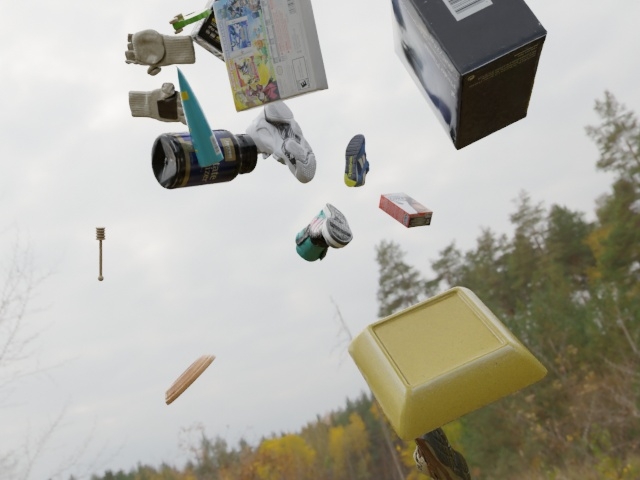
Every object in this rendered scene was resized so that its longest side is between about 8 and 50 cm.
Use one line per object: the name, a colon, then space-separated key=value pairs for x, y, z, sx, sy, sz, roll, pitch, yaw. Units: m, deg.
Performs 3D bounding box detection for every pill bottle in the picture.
pill bottle: x=-0.252 y=-0.183 z=1.608 sx=0.219 sy=0.123 sz=0.123 roll=-13 pitch=-19 yaw=-41

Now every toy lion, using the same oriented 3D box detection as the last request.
toy lion: x=-0.297 y=-0.513 z=1.682 sx=0.096 sy=0.034 sz=0.100 roll=-20 pitch=26 yaw=9

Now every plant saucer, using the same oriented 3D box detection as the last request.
plant saucer: x=-0.394 y=0.406 z=2.173 sx=0.200 sy=0.037 sz=0.200 roll=-44 pitch=3 yaw=2
plant saucer: x=0.251 y=0.228 z=1.552 sx=0.332 sy=0.333 sz=0.081 roll=-22 pitch=-58 yaw=-8

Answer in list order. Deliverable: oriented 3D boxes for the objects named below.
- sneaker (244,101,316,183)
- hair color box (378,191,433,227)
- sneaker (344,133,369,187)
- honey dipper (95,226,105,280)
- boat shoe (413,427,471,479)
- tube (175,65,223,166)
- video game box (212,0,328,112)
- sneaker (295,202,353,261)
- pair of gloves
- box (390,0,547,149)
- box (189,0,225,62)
sneaker: x=-0.159 y=-0.331 z=2.704 sx=0.210 sy=0.366 sz=0.137 roll=-37 pitch=-23 yaw=30
hair color box: x=0.270 y=-0.099 z=2.324 sx=0.093 sy=0.167 sz=0.053 roll=-7 pitch=-60 yaw=-30
sneaker: x=0.099 y=-0.208 z=1.919 sx=0.053 sy=0.144 sz=0.059 roll=8 pitch=-1 yaw=45
honey dipper: x=-0.641 y=0.040 z=2.127 sx=0.030 sy=0.161 sz=0.030 roll=2 pitch=10 yaw=0
boat shoe: x=0.342 y=0.659 z=2.187 sx=0.120 sy=0.123 sz=0.324 roll=-24 pitch=-55 yaw=19
tube: x=-0.254 y=-0.254 z=1.480 sx=0.052 sy=0.207 sz=0.080 roll=-21 pitch=17 yaw=-11
video game box: x=-0.091 y=-0.349 z=1.305 sx=0.187 sy=0.205 sz=0.048 roll=-8 pitch=7 yaw=30
sneaker: x=0.000 y=0.000 z=2.325 sx=0.178 sy=0.123 sz=0.295 roll=-51 pitch=13 yaw=15
pair of gloves: x=-0.418 y=-0.421 z=1.883 sx=0.204 sy=0.240 sz=0.042 roll=12 pitch=25 yaw=18
box: x=0.277 y=-0.388 z=1.441 sx=0.182 sy=0.296 sz=0.294 roll=-27 pitch=-22 yaw=-1
box: x=-0.209 y=-0.650 z=2.266 sx=0.322 sy=0.257 sz=0.079 roll=30 pitch=-9 yaw=-30
